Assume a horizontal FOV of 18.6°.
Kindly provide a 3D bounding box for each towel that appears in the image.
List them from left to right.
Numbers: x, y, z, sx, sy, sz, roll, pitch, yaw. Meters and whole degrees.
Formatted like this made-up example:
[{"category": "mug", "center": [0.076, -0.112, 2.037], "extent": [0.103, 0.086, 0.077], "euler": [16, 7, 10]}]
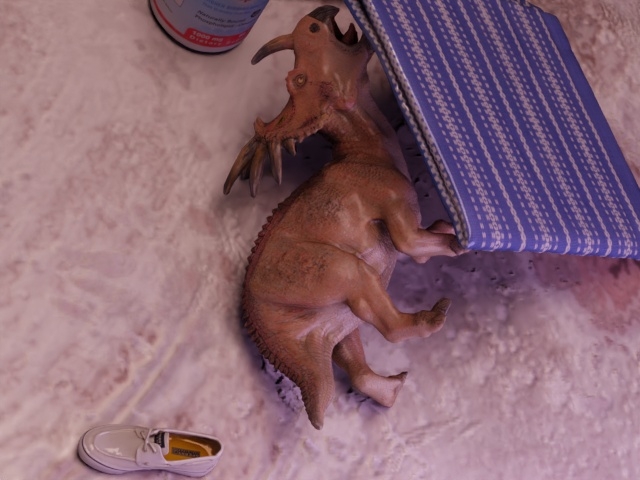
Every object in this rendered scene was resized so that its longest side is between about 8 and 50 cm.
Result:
[{"category": "towel", "center": [0.141, -0.092, 1.501], "extent": [0.336, 0.040, 0.243], "euler": [3, 58, -57]}]

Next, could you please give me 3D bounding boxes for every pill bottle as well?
[{"category": "pill bottle", "center": [-0.066, -0.220, 1.486], "extent": [0.087, 0.160, 0.087], "euler": [11, 58, -19]}]

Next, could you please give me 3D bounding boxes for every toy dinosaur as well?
[{"category": "toy dinosaur", "center": [0.000, 0.000, 1.421], "extent": [0.200, 0.127, 0.296], "euler": [24, 66, -2]}]

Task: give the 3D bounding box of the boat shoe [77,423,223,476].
[{"category": "boat shoe", "center": [-0.114, 0.140, 1.331], "extent": [0.100, 0.035, 0.035], "euler": [11, 58, -20]}]
